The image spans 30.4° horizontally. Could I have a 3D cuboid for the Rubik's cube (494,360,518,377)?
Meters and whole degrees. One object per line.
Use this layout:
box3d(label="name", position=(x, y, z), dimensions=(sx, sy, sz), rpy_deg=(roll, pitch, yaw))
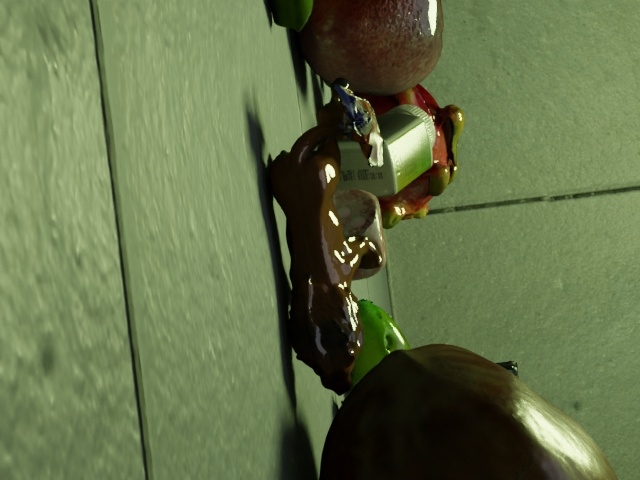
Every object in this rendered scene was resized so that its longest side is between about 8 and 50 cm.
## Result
box3d(label="Rubik's cube", position=(0.249, 0.394, 2.230), dimensions=(0.293, 0.283, 0.288), rpy_deg=(76, 7, -73))

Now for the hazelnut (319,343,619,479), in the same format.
box3d(label="hazelnut", position=(0.151, 0.284, 1.184), dimensions=(0.366, 0.365, 0.366), rpy_deg=(-7, 90, -85))

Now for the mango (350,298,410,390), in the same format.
box3d(label="mango", position=(0.081, 0.175, 1.770), dimensions=(0.119, 0.100, 0.178), rpy_deg=(10, -58, 58))

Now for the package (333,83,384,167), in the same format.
box3d(label="package", position=(0.039, -0.119, 1.196), dimensions=(0.077, 0.033, 0.110), rpy_deg=(61, 10, 17))

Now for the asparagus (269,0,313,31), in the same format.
box3d(label="asparagus", position=(-0.049, -0.352, 1.306), dimensions=(0.278, 0.060, 0.067), rpy_deg=(76, -2, -54))

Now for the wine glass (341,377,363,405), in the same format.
box3d(label="wine glass", position=(0.102, 0.289, 1.528), dimensions=(0.196, 0.165, 0.165), rpy_deg=(-85, 167, -51))

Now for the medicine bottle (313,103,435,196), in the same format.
box3d(label="medicine bottle", position=(0.091, -0.133, 1.733), dimensions=(0.188, 0.132, 0.088), rpy_deg=(-37, 119, -51))

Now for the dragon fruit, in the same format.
box3d(label="dragon fruit", position=(0.105, -0.183, 1.943), dimensions=(0.307, 0.243, 0.227), rpy_deg=(53, 31, 5))

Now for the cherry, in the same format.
box3d(label="cherry", position=(0.059, -0.319, 1.696), dimensions=(0.206, 0.239, 0.239), rpy_deg=(32, -43, 56))

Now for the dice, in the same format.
box3d(label="dice", position=(0.038, -0.008, 1.570), dimensions=(0.094, 0.091, 0.093), rpy_deg=(78, 8, -48))

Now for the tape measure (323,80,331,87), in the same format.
box3d(label="tape measure", position=(0.074, -0.335, 2.057), dimensions=(0.087, 0.154, 0.177), rpy_deg=(93, 6, -71))

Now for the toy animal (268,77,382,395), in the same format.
box3d(label="toy animal", position=(0.000, 0.000, 1.200), dimensions=(0.157, 0.097, 0.312), rpy_deg=(-50, 131, -74))
